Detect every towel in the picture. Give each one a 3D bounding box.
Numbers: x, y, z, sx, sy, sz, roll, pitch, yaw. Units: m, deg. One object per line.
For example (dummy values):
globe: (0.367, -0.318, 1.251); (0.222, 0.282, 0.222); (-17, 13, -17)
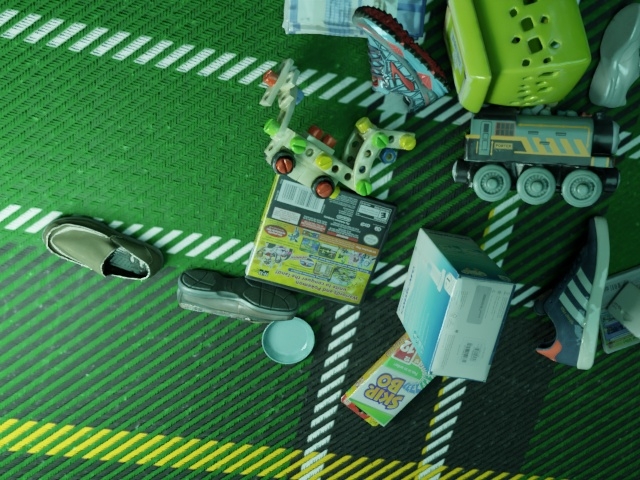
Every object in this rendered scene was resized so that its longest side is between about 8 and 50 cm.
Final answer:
towel: (0.072, -0.502, 1.369); (0.285, 0.034, 0.209); (1, 106, -9)

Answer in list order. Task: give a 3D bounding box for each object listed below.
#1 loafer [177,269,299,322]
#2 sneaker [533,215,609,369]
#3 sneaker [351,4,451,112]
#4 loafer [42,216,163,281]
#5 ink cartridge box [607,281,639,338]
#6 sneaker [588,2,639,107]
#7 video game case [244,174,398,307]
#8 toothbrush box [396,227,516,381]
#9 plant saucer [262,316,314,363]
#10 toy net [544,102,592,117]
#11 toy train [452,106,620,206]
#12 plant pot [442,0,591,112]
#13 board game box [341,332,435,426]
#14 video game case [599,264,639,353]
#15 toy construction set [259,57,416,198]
loafer: (-0.181, 0.133, 1.534); (0.268, 0.096, 0.084); (14, 126, -4)
sneaker: (0.566, 0.113, 1.590); (0.148, 0.131, 0.350); (9, 95, 23)
sneaker: (0.139, -0.342, 1.376); (0.125, 0.104, 0.262); (-38, 124, 24)
loafer: (-0.451, 0.020, 1.455); (0.251, 0.087, 0.094); (15, 106, -11)
ink cartridge box: (0.788, 0.203, 1.593); (0.218, 0.158, 0.092); (28, 104, -15)
sneaker: (0.636, -0.382, 1.459); (0.094, 0.080, 0.212); (4, 115, -20)
video game case: (0.000, 0.000, 1.528); (0.275, 0.035, 0.248); (16, 106, -12)
toothbrush box: (0.270, 0.124, 1.462); (0.126, 0.295, 0.216); (10, 106, -11)
plant saucer: (-0.074, 0.224, 1.601); (0.119, 0.021, 0.119); (-2, 109, -5)
toy net: (0.518, -0.271, 1.489); (0.122, 0.045, 0.232); (-24, 109, 3)
toy train: (0.443, -0.175, 1.438); (0.334, 0.142, 0.190); (4, 104, 12)
plant pot: (0.351, -0.375, 1.316); (0.207, 0.227, 0.228); (-12, 82, 4)
board game box: (0.177, 0.329, 1.661); (0.124, 0.039, 0.259); (40, 103, -16)
video game case: (0.760, 0.152, 1.671); (0.212, 0.023, 0.193); (-20, 109, 0)
toy construction set: (0.009, -0.206, 1.396); (0.328, 0.151, 0.215); (33, 101, -15)
